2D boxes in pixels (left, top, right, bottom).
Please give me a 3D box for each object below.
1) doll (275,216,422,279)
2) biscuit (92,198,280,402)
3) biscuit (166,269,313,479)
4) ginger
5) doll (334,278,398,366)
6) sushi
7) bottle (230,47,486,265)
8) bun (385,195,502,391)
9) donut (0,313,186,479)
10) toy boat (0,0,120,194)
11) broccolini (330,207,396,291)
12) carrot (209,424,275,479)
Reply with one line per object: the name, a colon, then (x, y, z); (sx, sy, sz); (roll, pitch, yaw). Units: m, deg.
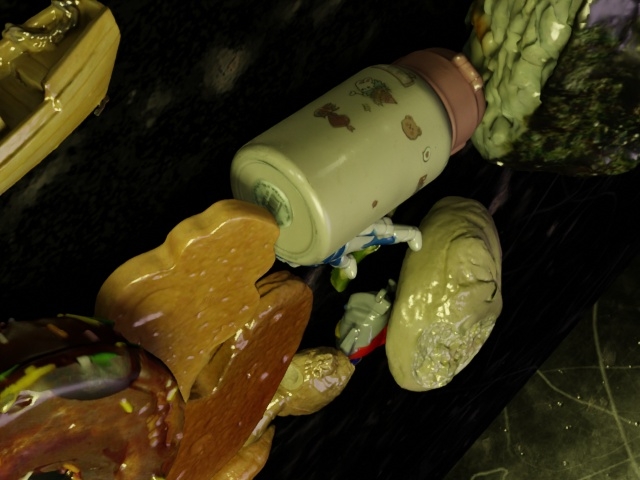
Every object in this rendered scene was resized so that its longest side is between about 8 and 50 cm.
doll: (0.000, 0.000, 1.099); (0.114, 0.057, 0.227); (-18, 161, 27)
biscuit: (-0.119, 0.060, 0.947); (0.144, 0.040, 0.236); (8, 125, -51)
biscuit: (-0.130, 0.152, 1.144); (0.277, 0.052, 0.262); (-23, 144, -50)
ginger: (-0.038, 0.176, 1.369); (0.165, 0.067, 0.096); (-36, 161, 3)
doll: (0.047, 0.108, 1.431); (0.104, 0.062, 0.195); (-24, 158, -28)
sushi: (0.230, -0.190, 1.000); (0.171, 0.211, 0.350); (-1, 146, -9)
bottle: (0.043, -0.081, 0.989); (0.233, 0.110, 0.110); (-37, 157, -33)
bun: (0.153, 0.063, 1.395); (0.210, 0.116, 0.237); (57, 48, -72)
donut: (-0.210, 0.143, 0.853); (0.230, 0.096, 0.216); (-21, 138, -30)
toy boat: (-0.189, -0.054, 0.617); (0.206, 0.064, 0.072); (-43, 145, -17)
broccolini: (0.043, -0.021, 1.221); (0.067, 0.058, 0.216); (-34, 166, -31)
carrot: (-0.119, 0.293, 1.407); (0.205, 0.072, 0.072); (-46, 161, -16)
